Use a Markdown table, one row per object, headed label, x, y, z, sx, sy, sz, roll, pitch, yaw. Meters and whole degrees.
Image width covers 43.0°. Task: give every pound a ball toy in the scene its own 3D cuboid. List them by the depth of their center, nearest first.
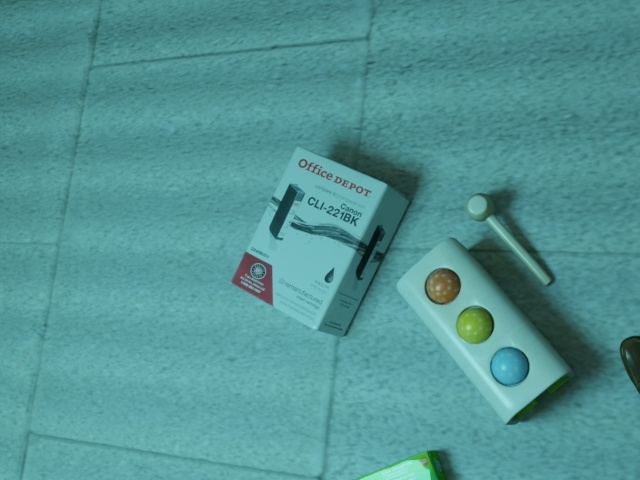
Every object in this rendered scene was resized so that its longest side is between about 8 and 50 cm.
| label | x | y | z | sx | sy | sz | roll | pitch | yaw |
| --- | --- | --- | --- | --- | --- | --- | --- | --- | --- |
| pound a ball toy | 0.263 | 0.092 | 1.251 | 0.208 | 0.135 | 0.319 | -42 | 65 | 11 |

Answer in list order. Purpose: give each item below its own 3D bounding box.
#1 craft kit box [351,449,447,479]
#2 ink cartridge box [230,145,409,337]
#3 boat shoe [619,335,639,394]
| label | x | y | z | sx | sy | sz | roll | pitch | yaw |
| --- | --- | --- | --- | --- | --- | --- | --- | --- | --- |
| craft kit box | 0.109 | 0.490 | 1.277 | 0.249 | 0.061 | 0.247 | -26 | 71 | 18 |
| ink cartridge box | 0.000 | 0.000 | 1.410 | 0.197 | 0.114 | 0.273 | 26 | 89 | 29 |
| boat shoe | 0.487 | 0.213 | 1.156 | 0.064 | 0.060 | 0.178 | -32 | 66 | 15 |
